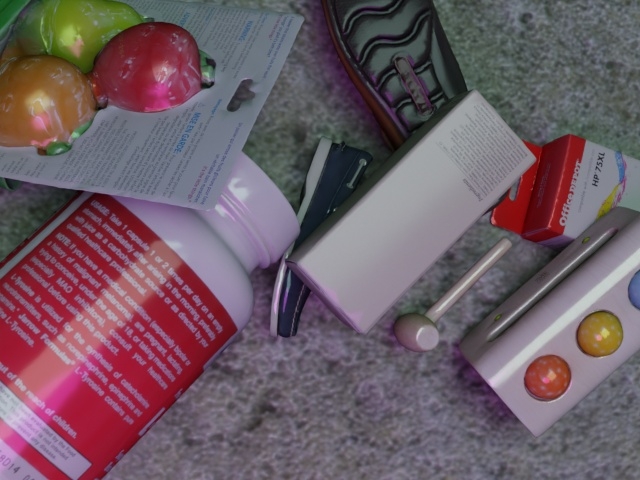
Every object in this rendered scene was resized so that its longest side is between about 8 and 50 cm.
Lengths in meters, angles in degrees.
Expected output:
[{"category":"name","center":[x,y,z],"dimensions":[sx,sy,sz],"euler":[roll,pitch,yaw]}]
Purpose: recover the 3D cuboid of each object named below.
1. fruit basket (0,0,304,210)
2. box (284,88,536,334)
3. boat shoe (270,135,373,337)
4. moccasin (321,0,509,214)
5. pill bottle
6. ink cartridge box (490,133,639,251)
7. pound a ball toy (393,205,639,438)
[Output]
[{"category":"fruit basket","center":[-0.226,-0.156,0.945],"dimensions":[0.353,0.165,0.327],"euler":[12,47,6]},{"category":"box","center":[0.097,-0.033,1.008],"dimensions":[0.275,0.094,0.113],"euler":[-43,99,-7]},{"category":"boat shoe","center":[0.000,0.000,1.093],"dimensions":[0.079,0.095,0.254],"euler":[17,70,-1]},{"category":"moccasin","center":[0.111,-0.201,1.133],"dimensions":[0.139,0.147,0.380],"euler":[-35,97,-2]},{"category":"pill bottle","center":[-0.220,0.076,0.948],"dimensions":[0.229,0.229,0.407],"euler":[46,74,-6]},{"category":"ink cartridge box","center":[0.353,-0.050,1.201],"dimensions":[0.231,0.078,0.134],"euler":[18,78,-12]},{"category":"pound a ball toy","center":[0.273,0.087,1.090],"dimensions":[0.319,0.136,0.208],"euler":[-41,104,1]}]
